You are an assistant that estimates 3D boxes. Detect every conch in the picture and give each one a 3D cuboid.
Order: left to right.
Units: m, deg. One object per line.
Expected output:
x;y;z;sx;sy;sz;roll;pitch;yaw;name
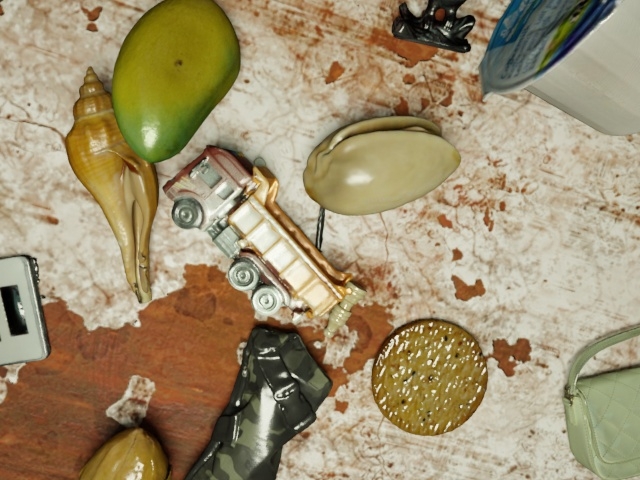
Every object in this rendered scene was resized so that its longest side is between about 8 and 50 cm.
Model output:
-0.270;-0.066;0.650;0.109;0.093;0.331;-7;115;3;conch

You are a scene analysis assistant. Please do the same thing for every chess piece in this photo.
0.033;0.108;0.715;0.035;0.035;0.092;31;96;-7;chess piece

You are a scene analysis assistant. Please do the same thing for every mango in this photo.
-0.191;-0.218;0.606;0.137;0.091;0.238;37;64;-16;mango

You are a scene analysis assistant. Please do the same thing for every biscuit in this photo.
0.172;0.215;0.739;0.187;0.027;0.188;0;95;-4;biscuit

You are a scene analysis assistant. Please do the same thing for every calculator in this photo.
-0.528;0.114;0.671;0.261;0.021;0.161;-9;96;-4;calculator

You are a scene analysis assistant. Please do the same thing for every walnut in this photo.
-0.285;0.376;0.662;0.137;0.137;0.246;21;97;-7;walnut

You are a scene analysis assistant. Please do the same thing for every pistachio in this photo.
0.081;-0.102;0.652;0.214;0.144;0.144;-10;96;-10;pistachio

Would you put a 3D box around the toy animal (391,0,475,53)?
0.174;-0.374;0.640;0.120;0.117;0.210;11;97;1;toy animal

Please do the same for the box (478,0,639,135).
0.384;-0.264;0.598;0.206;0.291;0.263;24;90;-17;box

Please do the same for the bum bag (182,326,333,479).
-0.099;0.296;0.691;0.143;0.095;0.341;25;87;0;bum bag

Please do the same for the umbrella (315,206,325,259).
-0.003;0.000;0.707;0.022;0.022;0.149;-3;98;-47;umbrella

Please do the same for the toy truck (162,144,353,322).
-0.080;-0.007;0.644;0.135;0.114;0.270;-42;93;7;toy truck

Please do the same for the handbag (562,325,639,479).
0.516;0.251;0.751;0.255;0.079;0.220;-10;93;-5;handbag
